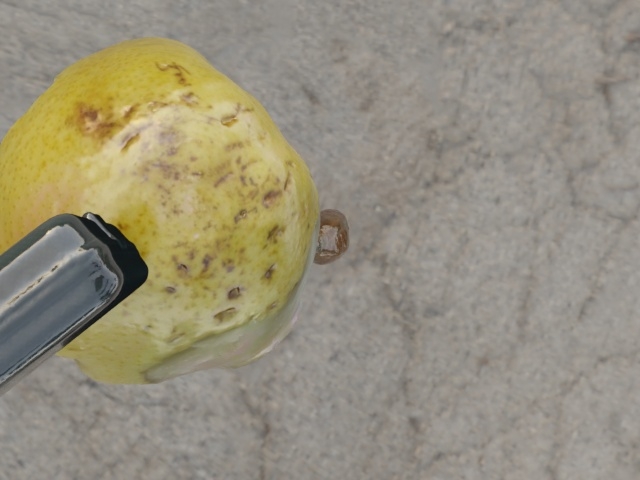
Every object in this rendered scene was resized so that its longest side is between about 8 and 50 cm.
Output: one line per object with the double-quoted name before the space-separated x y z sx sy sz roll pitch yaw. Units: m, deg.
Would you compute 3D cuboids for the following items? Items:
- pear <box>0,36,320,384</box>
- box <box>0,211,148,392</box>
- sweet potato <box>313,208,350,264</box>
"pear" -0.134 -0.018 0.830 0.271 0.271 0.271 -14 113 -37
"box" -0.170 0.050 0.586 0.160 0.230 0.050 -38 93 -5
"sweet potato" 0.000 0.000 1.001 0.117 0.049 0.049 -36 136 -75
